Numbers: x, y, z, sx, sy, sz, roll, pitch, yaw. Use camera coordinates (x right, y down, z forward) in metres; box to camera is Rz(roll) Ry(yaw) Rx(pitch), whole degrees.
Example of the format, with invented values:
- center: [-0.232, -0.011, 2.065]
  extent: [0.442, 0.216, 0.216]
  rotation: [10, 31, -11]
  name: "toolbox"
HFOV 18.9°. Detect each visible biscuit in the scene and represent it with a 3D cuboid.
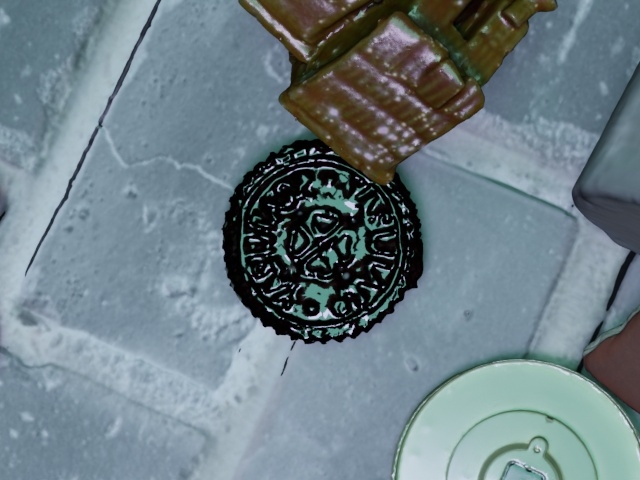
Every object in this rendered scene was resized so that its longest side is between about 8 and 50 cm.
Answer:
- center: [0.000, 0.000, 1.763]
  extent: [0.194, 0.053, 0.195]
  rotation: [0, 85, 5]
  name: "biscuit"

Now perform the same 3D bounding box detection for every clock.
- center: [0.180, 0.223, 1.741]
  extent: [0.235, 0.029, 0.235]
  rotation: [0, 85, 5]
  name: "clock"

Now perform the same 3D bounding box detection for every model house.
- center: [0.047, -0.195, 1.693]
  extent: [0.199, 0.219, 0.229]
  rotation: [41, 76, -22]
  name: "model house"

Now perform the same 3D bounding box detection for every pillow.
- center: [0.337, 0.104, 1.686]
  extent: [0.171, 0.179, 0.075]
  rotation: [35, 48, 2]
  name: "pillow"

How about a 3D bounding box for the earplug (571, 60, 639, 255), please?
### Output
- center: [0.433, -0.140, 1.613]
  extent: [0.312, 0.312, 0.394]
  rotation: [26, 87, 6]
  name: "earplug"
